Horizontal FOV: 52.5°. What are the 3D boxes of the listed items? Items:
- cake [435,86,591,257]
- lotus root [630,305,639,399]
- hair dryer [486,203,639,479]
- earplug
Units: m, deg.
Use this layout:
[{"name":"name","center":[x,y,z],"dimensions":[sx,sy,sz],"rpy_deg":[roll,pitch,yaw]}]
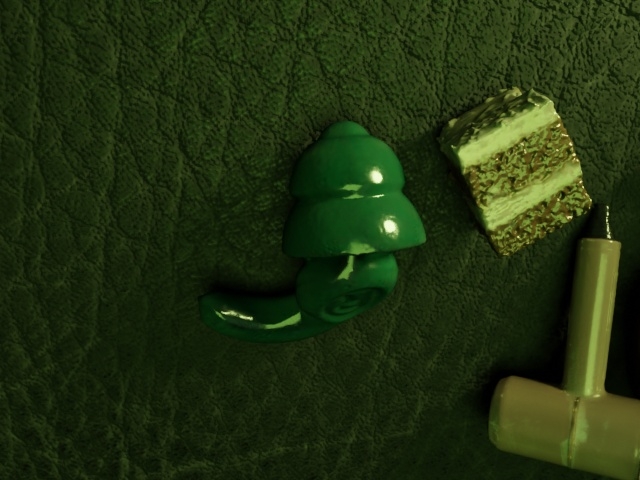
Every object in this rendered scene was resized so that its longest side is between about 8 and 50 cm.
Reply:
[{"name":"cake","center":[0.214,-0.084,0.747],"dimensions":[0.134,0.135,0.147],"rpy_deg":[-33,109,10]},{"name":"lotus root","center":[0.506,0.168,0.838],"dimensions":[0.193,0.193,0.291],"rpy_deg":[-17,104,2]},{"name":"hair dryer","center":[0.334,0.122,0.850],"dimensions":[0.189,0.106,0.344],"rpy_deg":[7,90,28]},{"name":"earplug","center":[-0.001,-0.001,0.774],"dimensions":[0.257,0.164,0.280],"rpy_deg":[7,99,31]}]
